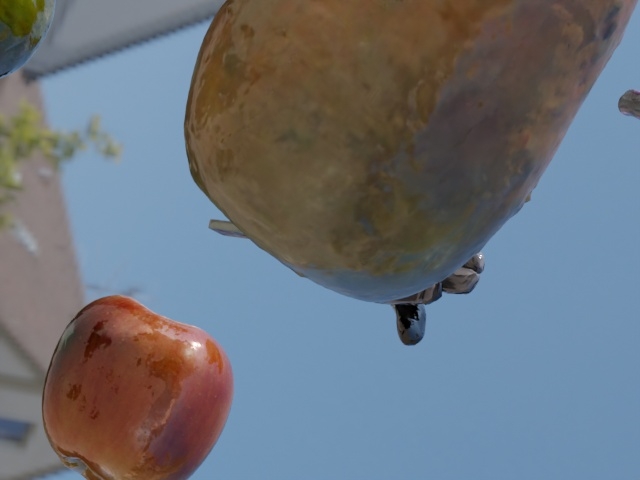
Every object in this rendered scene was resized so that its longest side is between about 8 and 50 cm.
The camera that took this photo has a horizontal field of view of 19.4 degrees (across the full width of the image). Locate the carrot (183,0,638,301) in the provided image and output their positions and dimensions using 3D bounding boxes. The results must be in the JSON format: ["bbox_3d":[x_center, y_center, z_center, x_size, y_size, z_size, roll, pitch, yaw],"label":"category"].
[{"bbox_3d":[0.070,-0.137,1.124,0.341,0.224,0.224,-54,-147,8],"label":"carrot"}]

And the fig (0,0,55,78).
[{"bbox_3d":[-0.200,-0.161,1.044,0.236,0.124,0.124,141,-45,-69],"label":"fig"}]

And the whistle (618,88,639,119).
[{"bbox_3d":[0.367,-0.125,1.881,0.176,0.033,0.033,20,-83,53],"label":"whistle"}]

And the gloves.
[{"bbox_3d":[0.085,0.018,1.920,0.285,0.119,0.142,-140,-129,-71],"label":"gloves"}]

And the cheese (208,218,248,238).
[{"bbox_3d":[0.000,0.000,1.462,0.192,0.097,0.037,8,-100,27],"label":"cheese"}]

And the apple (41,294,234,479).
[{"bbox_3d":[-0.180,0.156,1.803,0.199,0.199,0.199,-32,-128,52],"label":"apple"}]
